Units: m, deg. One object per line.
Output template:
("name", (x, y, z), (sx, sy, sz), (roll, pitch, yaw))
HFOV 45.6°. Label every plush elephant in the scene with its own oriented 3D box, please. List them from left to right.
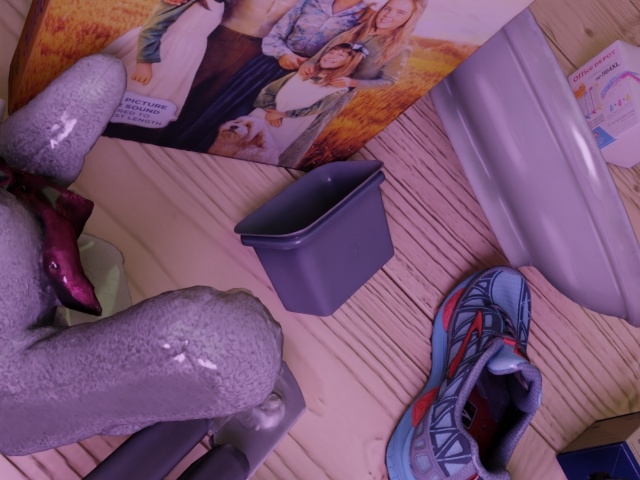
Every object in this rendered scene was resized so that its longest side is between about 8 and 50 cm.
("plush elephant", (-0.198, -0.011, 0.451), (0.272, 0.330, 0.255), (41, 29, -26))

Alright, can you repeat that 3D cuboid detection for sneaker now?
("sneaker", (0.160, 0.122, 0.682), (0.104, 0.125, 0.262), (37, 54, -14))

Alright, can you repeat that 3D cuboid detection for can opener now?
("can opener", (-0.097, 0.148, 0.477), (0.076, 0.095, 0.283), (53, 30, 0))

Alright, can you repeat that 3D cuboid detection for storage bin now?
("storage bin", (0.000, 0.000, 0.667), (0.135, 0.098, 0.091), (-39, 120, -39))

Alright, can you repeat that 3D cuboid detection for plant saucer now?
("plant saucer", (0.189, -0.088, 0.741), (0.400, 0.100, 0.400), (57, 15, -25))

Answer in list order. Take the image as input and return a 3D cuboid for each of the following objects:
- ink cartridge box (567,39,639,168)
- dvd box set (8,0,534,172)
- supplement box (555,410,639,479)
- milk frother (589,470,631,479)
("ink cartridge box", (0.395, -0.184, 0.996), (0.089, 0.092, 0.143), (8, 63, -29))
("dvd box set", (-0.016, -0.181, 0.523), (0.307, 0.420, 0.062), (8, 64, -31))
("supplement box", (0.298, 0.214, 0.754), (0.083, 0.083, 0.056), (-22, 83, -39))
("milk frother", (0.199, 0.273, 0.626), (0.129, 0.143, 0.135), (-7, 70, -42))
